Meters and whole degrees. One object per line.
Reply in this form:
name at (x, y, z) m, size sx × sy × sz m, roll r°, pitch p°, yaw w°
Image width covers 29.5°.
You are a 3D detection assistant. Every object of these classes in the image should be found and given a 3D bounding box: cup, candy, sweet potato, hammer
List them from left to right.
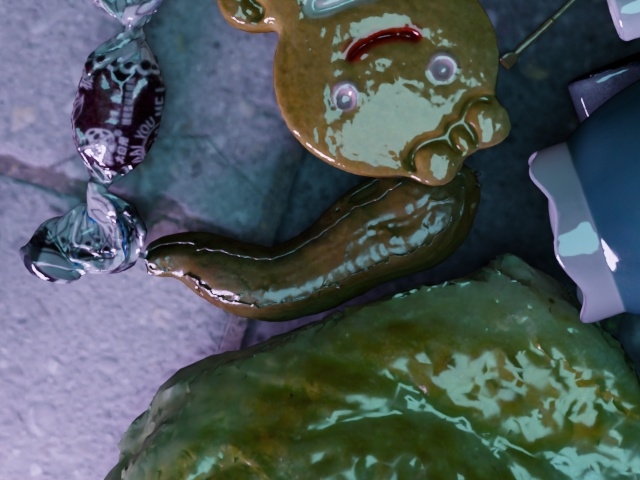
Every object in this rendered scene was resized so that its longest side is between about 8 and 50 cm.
candy at (-0.144, -0.078, 0.802) m, size 0.094 × 0.051 × 0.226 m, roll 16°, pitch 101°, yaw 1°
sweet potato at (0.000, 0.006, 0.813) m, size 0.233 × 0.062 × 0.081 m, roll -17°, pitch 81°, yaw 7°
hammer at (0.166, -0.158, 0.801) m, size 0.123 × 0.014 × 0.029 m, roll -43°, pitch 89°, yaw 11°
cup at (0.219, -0.027, 0.708) m, size 0.173 × 0.167 × 0.299 m, roll -19°, pitch 126°, yaw 12°

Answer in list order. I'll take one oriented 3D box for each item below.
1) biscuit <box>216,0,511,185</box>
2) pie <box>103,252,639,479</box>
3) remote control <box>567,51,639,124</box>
biscuit at (0.029, -0.150, 0.765) m, size 0.184 × 0.035 × 0.249 m, roll -14°, pitch 88°, yaw 5°
pie at (0.044, 0.230, 0.803) m, size 0.395 × 0.180 × 0.418 m, roll -9°, pitch 93°, yaw 1°
remote control at (0.277, 0.050, 0.824) m, size 0.107 × 0.044 × 0.377 m, roll -22°, pitch 100°, yaw 0°
